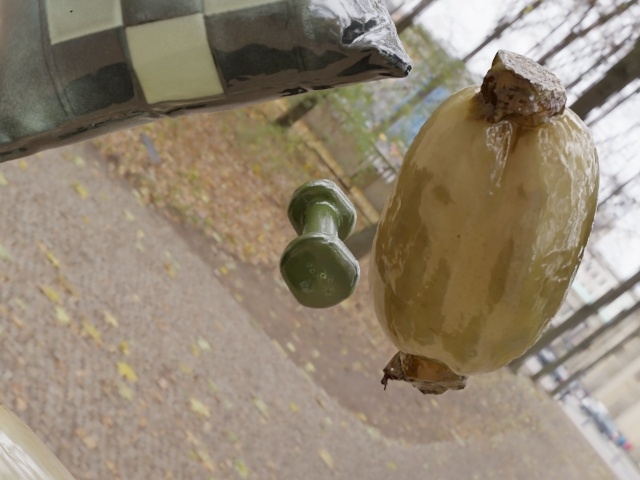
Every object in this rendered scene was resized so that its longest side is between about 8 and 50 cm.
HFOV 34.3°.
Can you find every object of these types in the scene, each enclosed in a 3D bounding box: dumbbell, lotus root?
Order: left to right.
[{"bbox_3d":[0.000,0.000,0.688,0.052,0.046,0.118,55,14,-19],"label":"dumbbell"},{"bbox_3d":[0.056,0.002,0.371,0.073,0.150,0.062,19,37,7],"label":"lotus root"}]

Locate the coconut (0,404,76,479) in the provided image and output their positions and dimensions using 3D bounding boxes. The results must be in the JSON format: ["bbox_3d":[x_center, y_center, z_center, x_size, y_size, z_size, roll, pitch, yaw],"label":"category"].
[{"bbox_3d":[-0.198,0.237,0.379,0.415,0.415,0.345,37,44,-64],"label":"coconut"}]

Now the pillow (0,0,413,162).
[{"bbox_3d":[-0.076,-0.144,0.606,0.106,0.249,0.186,63,21,-61],"label":"pillow"}]
